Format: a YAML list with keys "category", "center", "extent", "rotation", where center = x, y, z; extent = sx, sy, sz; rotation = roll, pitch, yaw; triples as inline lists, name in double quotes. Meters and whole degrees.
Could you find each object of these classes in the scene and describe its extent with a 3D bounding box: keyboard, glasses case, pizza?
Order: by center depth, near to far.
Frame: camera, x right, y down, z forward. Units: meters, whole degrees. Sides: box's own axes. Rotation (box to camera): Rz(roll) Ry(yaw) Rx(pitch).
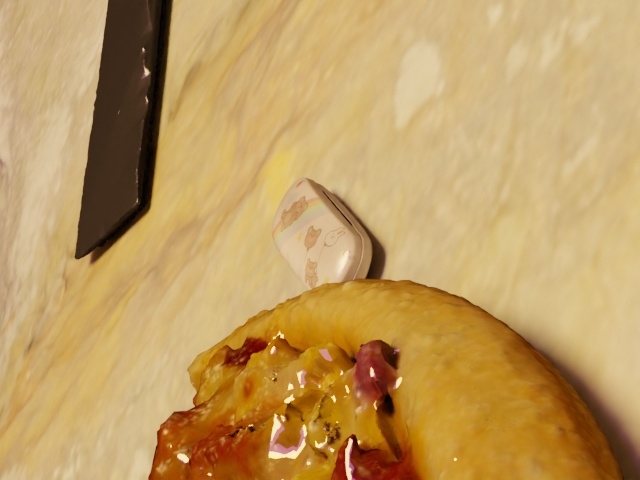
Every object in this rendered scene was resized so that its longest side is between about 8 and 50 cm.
- category: "pizza"
  center: [-0.011, 0.119, 0.681]
  extent: [0.289, 0.081, 0.229]
  rotation: [20, 90, 63]
- category: "glasses case"
  center: [0.000, 0.000, 0.817]
  extent: [0.032, 0.021, 0.083]
  rotation: [-61, 26, 13]
- category: "keyboard"
  center: [-0.106, -0.085, 1.103]
  extent: [0.074, 0.015, 0.197]
  rotation: [-45, 34, 48]
